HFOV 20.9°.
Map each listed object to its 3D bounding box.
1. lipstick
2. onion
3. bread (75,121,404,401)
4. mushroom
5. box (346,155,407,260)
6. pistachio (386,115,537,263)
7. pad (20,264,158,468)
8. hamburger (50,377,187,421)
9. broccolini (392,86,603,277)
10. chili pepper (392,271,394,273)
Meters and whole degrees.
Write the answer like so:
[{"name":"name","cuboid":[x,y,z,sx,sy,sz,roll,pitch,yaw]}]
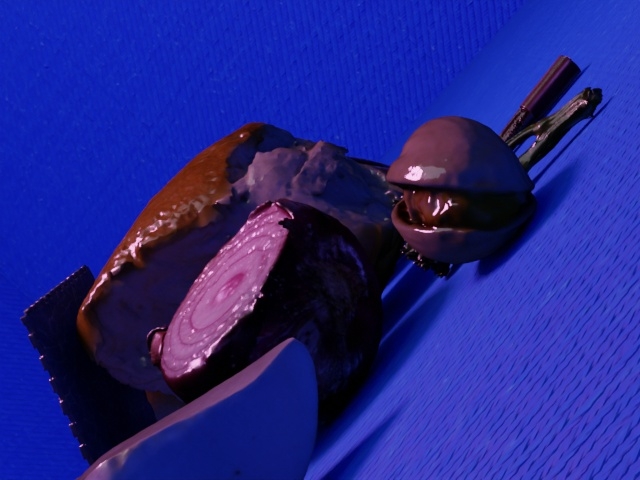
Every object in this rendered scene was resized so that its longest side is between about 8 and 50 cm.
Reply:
[{"name":"lipstick","cuboid":[0.182,-0.100,1.637,0.176,0.027,0.027,-51,3,-5]},{"name":"onion","cuboid":[-0.053,0.078,1.368,0.218,0.140,0.195,-30,36,43]},{"name":"bread","cuboid":[-0.057,0.025,1.549,0.279,0.225,0.250,-51,5,8]},{"name":"mushroom","cuboid":[-0.124,0.207,1.246,0.177,0.126,0.397,-39,-3,-32]},{"name":"box","cuboid":[0.000,0.000,1.790,0.133,0.099,0.182,5,-38,-40]},{"name":"pistachio","cuboid":[0.103,-0.033,1.251,0.113,0.113,0.149,-49,18,6]},{"name":"pad","cuboid":[-0.185,0.161,1.564,0.012,0.269,0.270,-22,8,6]},{"name":"hamburger","cuboid":[-0.200,0.170,1.980,0.147,0.236,0.237,-64,-3,20]},{"name":"broccolini","cuboid":[0.136,-0.056,1.360,0.201,0.074,0.058,-45,-13,24]},{"name":"chili pepper","cuboid":[-0.020,0.094,1.734,0.204,0.073,0.072,-49,-11,-22]}]
